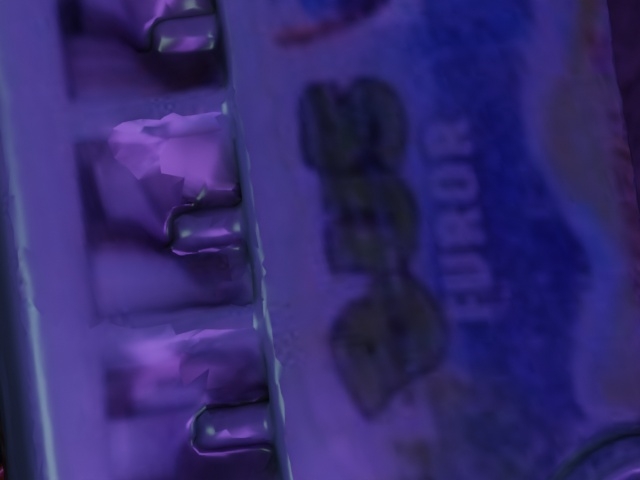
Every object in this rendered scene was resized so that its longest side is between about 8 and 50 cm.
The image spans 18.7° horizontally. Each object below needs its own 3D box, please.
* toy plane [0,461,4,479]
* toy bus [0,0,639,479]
[{"bbox_3d":[-0.142,0.060,0.424,0.189,0.061,0.130,16,93,-14],"label":"toy plane"},{"bbox_3d":[0.000,0.000,0.391,0.136,0.109,0.329,-6,78,-11],"label":"toy bus"}]
